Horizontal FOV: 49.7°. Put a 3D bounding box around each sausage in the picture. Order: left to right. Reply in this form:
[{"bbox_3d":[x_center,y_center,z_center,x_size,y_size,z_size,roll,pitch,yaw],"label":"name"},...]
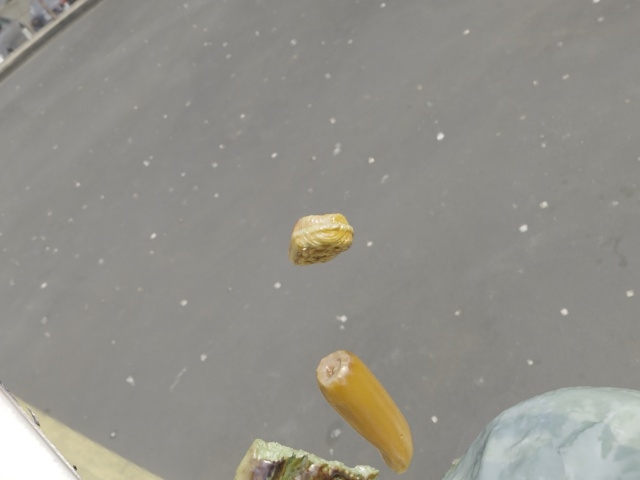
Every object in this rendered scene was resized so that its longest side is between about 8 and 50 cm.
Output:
[{"bbox_3d":[0.123,0.404,1.604,0.116,0.354,0.134,-35,23,7],"label":"sausage"}]

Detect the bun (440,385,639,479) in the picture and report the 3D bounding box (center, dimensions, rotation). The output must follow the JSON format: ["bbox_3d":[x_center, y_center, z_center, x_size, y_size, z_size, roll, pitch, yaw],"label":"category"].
[{"bbox_3d":[0.192,0.283,0.453,0.362,0.211,0.362,-5,83,45],"label":"bun"}]

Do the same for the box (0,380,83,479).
[{"bbox_3d":[-0.343,0.289,0.639,0.251,0.203,0.106,-40,-10,-33],"label":"box"}]

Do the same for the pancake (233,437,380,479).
[{"bbox_3d":[-0.026,0.546,1.144,0.067,0.305,0.427,-12,74,62],"label":"pancake"}]

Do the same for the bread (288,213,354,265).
[{"bbox_3d":[0.000,0.000,0.880,0.083,0.111,0.044,-10,73,-10],"label":"bread"}]
